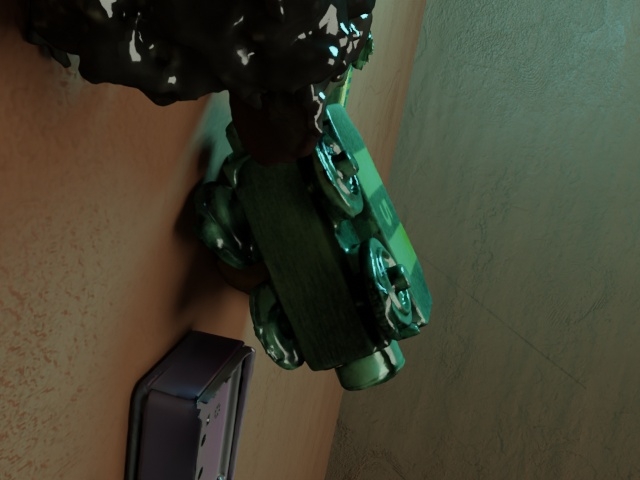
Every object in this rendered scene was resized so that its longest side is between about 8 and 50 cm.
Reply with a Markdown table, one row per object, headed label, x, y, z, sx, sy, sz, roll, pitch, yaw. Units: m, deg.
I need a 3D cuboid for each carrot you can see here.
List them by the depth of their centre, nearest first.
| label | x | y | z | sx | sy | sz | roll | pitch | yaw |
| --- | --- | --- | --- | --- | --- | --- | --- | --- | --- |
| carrot | -0.071 | 0.037 | 0.804 | 0.263 | 0.102 | 0.101 | 30 | 73 | -72 |

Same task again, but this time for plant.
| label | x | y | z | sx | sy | sz | roll | pitch | yaw |
| --- | --- | --- | --- | --- | --- | --- | --- | --- | --- |
| plant | -0.055 | -0.159 | 0.353 | 0.233 | 0.178 | 0.204 | 91 | 14 | -47 |

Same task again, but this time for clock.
| label | x | y | z | sx | sy | sz | roll | pitch | yaw |
| --- | --- | --- | --- | --- | --- | --- | --- | --- | --- |
| clock | -0.134 | 0.208 | 0.677 | 0.144 | 0.073 | 0.193 | -49 | 151 | -70 |

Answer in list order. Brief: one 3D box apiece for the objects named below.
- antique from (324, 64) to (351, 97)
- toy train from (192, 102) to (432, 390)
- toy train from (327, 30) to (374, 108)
| label | x | y | z | sx | sy | sz | roll | pitch | yaw |
| --- | --- | --- | --- | --- | --- | --- | --- | --- | --- |
| antique | -0.010 | -0.273 | 0.598 | 0.150 | 0.125 | 0.284 | 86 | 20 | -63 |
| toy train | 0.000 | 0.000 | 0.690 | 0.298 | 0.167 | 0.238 | 66 | 18 | -6 |
| toy train | 0.005 | -0.206 | 0.867 | 0.157 | 0.105 | 0.253 | -87 | -174 | -64 |
